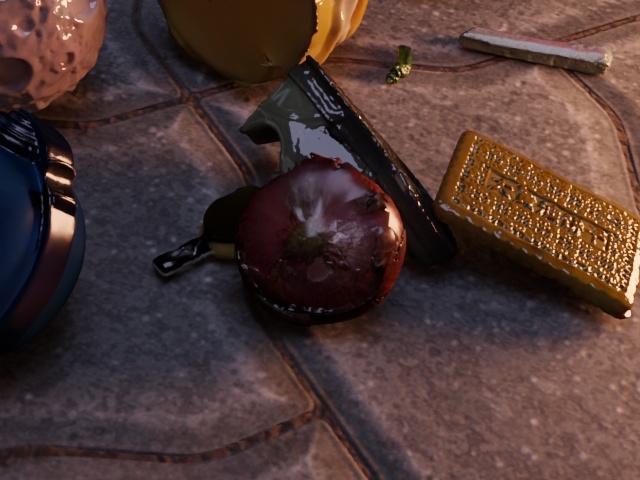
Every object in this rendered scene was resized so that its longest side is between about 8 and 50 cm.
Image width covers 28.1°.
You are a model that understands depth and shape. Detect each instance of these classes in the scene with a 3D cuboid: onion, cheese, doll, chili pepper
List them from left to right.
[{"bbox_3d":[-0.375,-0.012,1.260,0.310,0.240,0.284,27,88,35],"label":"doll"},{"bbox_3d":[-0.112,-0.002,1.416,0.162,0.036,0.086,-27,58,-30],"label":"cheese"},{"bbox_3d":[0.000,0.000,1.360,0.184,0.184,0.147,8,9,-1],"label":"onion"},{"bbox_3d":[0.105,-0.229,1.679,0.027,0.022,0.083,40,44,-16],"label":"chili pepper"}]

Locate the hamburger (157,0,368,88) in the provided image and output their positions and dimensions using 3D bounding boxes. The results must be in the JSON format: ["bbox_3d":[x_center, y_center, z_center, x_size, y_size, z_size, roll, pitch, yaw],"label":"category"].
[{"bbox_3d":[-0.052,-0.344,1.616,0.276,0.276,0.237,30,39,20],"label":"hamburger"}]

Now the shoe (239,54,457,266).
[{"bbox_3d":[0.021,-0.061,1.462,0.149,0.109,0.293,-38,75,9],"label":"shoe"}]

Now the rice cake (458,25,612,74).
[{"bbox_3d":[0.289,-0.258,1.725,0.207,0.033,0.033,11,55,4],"label":"rice cake"}]

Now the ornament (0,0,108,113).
[{"bbox_3d":[-0.376,-0.268,1.502,0.259,0.225,0.259,4,47,-4],"label":"ornament"}]

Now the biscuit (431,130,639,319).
[{"bbox_3d":[0.256,-0.024,1.449,0.254,0.029,0.172,28,41,-2],"label":"biscuit"}]
